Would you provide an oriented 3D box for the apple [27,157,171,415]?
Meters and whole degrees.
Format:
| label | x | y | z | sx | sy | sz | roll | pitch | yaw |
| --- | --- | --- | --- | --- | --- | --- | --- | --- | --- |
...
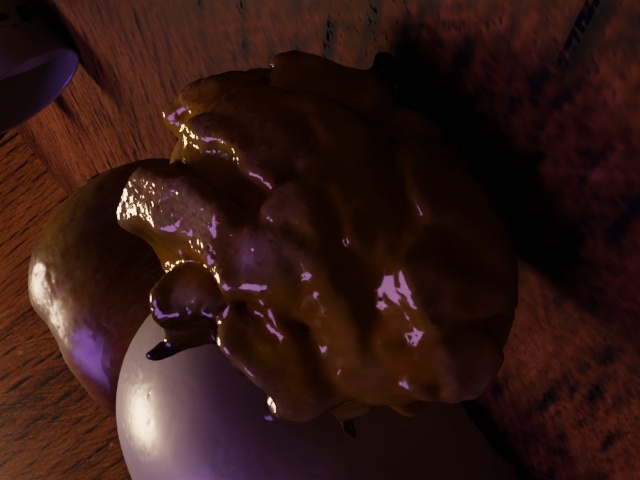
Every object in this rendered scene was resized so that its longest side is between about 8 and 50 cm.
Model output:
| label | x | y | z | sx | sy | sz | roll | pitch | yaw |
| --- | --- | --- | --- | --- | --- | --- | --- | --- | --- |
| apple | -0.139 | 0.040 | 1.138 | 0.211 | 0.188 | 0.211 | 53 | 170 | 14 |

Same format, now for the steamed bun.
| label | x | y | z | sx | sy | sz | roll | pitch | yaw |
| --- | --- | --- | --- | --- | --- | --- | --- | --- | --- |
| steamed bun | -0.010 | 0.164 | 0.943 | 0.324 | 0.206 | 0.324 | 51 | 171 | 12 |

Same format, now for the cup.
| label | x | y | z | sx | sy | sz | roll | pitch | yaw |
| --- | --- | --- | --- | --- | --- | --- | --- | --- | --- |
| cup | -0.345 | -0.183 | 1.312 | 0.142 | 0.173 | 0.134 | 51 | 160 | 8 |

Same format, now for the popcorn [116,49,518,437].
| label | x | y | z | sx | sy | sz | roll | pitch | yaw |
| --- | --- | --- | --- | --- | --- | --- | --- | --- | --- |
| popcorn | 0.000 | 0.000 | 0.533 | 0.148 | 0.152 | 0.167 | 23 | -169 | -42 |

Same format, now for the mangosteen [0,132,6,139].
| label | x | y | z | sx | sy | sz | roll | pitch | yaw |
| --- | --- | --- | --- | --- | --- | --- | --- | --- | --- |
| mangosteen | -0.480 | -0.223 | 1.774 | 0.215 | 0.215 | 0.257 | 53 | 139 | -6 |
